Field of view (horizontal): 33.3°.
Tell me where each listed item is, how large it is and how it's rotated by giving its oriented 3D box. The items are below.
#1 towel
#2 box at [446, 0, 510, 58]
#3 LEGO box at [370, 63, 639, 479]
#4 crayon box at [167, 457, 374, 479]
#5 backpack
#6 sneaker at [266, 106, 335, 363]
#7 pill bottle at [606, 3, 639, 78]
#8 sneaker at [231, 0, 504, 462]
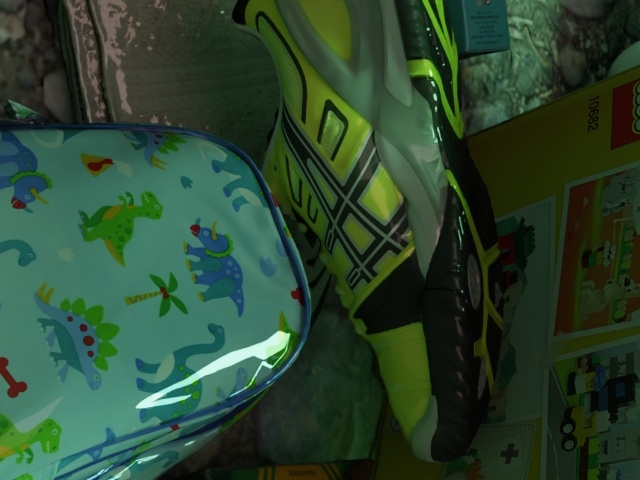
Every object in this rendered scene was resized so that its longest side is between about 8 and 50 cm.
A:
[{"bbox_3d":[-0.078,-0.148,0.890,0.282,0.049,0.187,-15,99,-37],"label":"towel"},{"bbox_3d":[0.110,-0.292,1.004,0.060,0.100,0.244,-11,96,-36],"label":"box"},{"bbox_3d":[0.248,0.112,0.856,0.193,0.372,0.500,35,52,-33],"label":"LEGO box"},{"bbox_3d":[-0.014,0.336,0.827,0.202,0.081,0.319,9,64,-48],"label":"crayon box"},{"bbox_3d":[-0.181,0.055,0.696,0.355,0.273,0.290,1,59,-50],"label":"backpack"},{"bbox_3d":[0.000,0.000,0.903,0.106,0.078,0.234,-4,110,-40],"label":"sneaker"},{"bbox_3d":[0.413,-0.081,1.155,0.229,0.229,0.408,14,81,-37],"label":"pill bottle"},{"bbox_3d":[0.042,-0.026,0.789,0.145,0.147,0.385,-20,100,-70],"label":"sneaker"}]
